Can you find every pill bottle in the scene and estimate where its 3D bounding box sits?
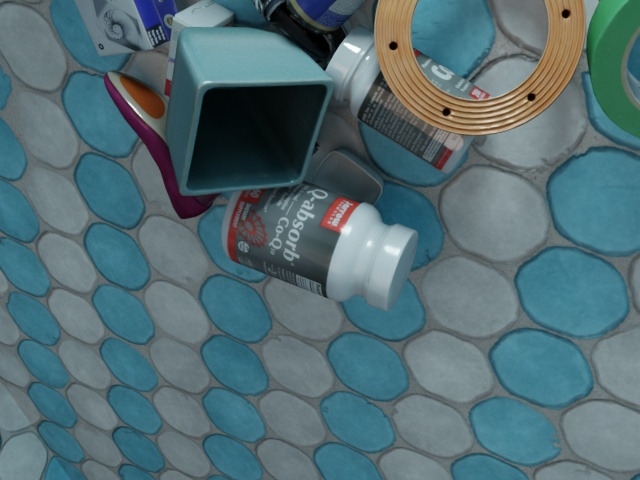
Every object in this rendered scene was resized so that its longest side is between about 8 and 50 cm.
[{"bbox_3d":[0.044,-0.454,1.231,0.123,0.123,0.219,47,137,-8],"label":"pill bottle"},{"bbox_3d":[0.154,-0.257,1.326,0.283,0.161,0.161,33,133,5],"label":"pill bottle"},{"bbox_3d":[0.000,0.000,1.503,0.363,0.210,0.210,20,131,17],"label":"pill bottle"}]

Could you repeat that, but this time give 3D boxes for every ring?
[{"bbox_3d":[0.255,-0.339,1.196,0.336,0.032,0.336,1,100,4],"label":"ring"}]

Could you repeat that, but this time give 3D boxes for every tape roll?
[{"bbox_3d":[0.554,-0.281,1.062,0.321,0.077,0.321,6,137,6],"label":"tape roll"}]

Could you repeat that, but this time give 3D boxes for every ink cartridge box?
[{"bbox_3d":[-0.404,-0.491,1.495,0.224,0.045,0.223,0,125,30],"label":"ink cartridge box"},{"bbox_3d":[-0.244,-0.378,1.492,0.072,0.127,0.175,28,133,10],"label":"ink cartridge box"}]

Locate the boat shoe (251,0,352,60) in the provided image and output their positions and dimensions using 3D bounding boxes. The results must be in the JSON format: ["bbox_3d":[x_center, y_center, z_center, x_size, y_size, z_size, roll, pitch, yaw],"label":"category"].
[{"bbox_3d":[-0.075,-0.447,1.359,0.301,0.102,0.108,45,133,-7],"label":"boat shoe"}]

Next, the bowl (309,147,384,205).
[{"bbox_3d":[0.059,-0.121,1.557,0.142,0.053,0.142,37,133,0],"label":"bowl"}]

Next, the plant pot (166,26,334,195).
[{"bbox_3d":[-0.161,-0.264,1.357,0.252,0.248,0.247,61,146,34],"label":"plant pot"}]

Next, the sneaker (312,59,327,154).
[{"bbox_3d":[-0.032,-0.255,1.477,0.226,0.086,0.163,-23,99,50],"label":"sneaker"}]

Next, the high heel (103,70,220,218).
[{"bbox_3d":[-0.386,-0.206,1.698,0.181,0.127,0.377,-33,107,31],"label":"high heel"}]
